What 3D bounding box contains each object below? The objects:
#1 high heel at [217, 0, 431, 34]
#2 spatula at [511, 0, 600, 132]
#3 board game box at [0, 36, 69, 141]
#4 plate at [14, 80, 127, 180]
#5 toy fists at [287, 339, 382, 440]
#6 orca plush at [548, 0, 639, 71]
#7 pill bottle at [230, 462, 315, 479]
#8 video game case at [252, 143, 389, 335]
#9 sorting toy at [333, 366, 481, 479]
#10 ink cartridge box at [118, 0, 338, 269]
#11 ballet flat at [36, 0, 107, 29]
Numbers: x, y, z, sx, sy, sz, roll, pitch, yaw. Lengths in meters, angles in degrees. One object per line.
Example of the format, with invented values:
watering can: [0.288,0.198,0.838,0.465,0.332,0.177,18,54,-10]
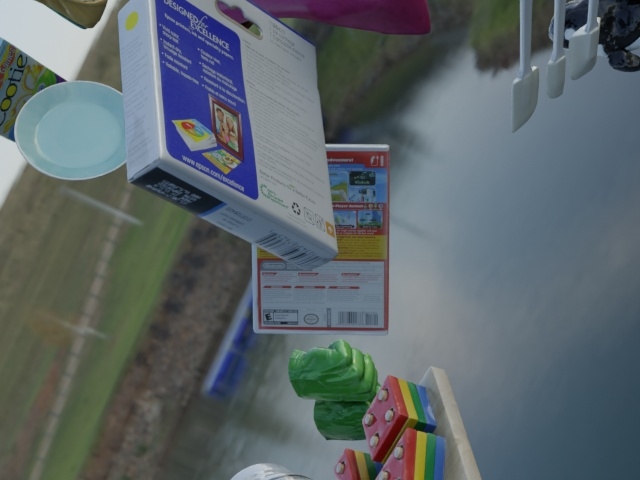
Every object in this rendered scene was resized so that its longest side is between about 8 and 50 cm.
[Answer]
high heel: [-0.035,-0.285,1.715,0.377,0.181,0.127,-19,16,44]
spatula: [0.284,-0.257,1.553,0.168,0.019,0.242,-34,-37,-21]
board game box: [-0.552,-0.260,2.176,0.142,0.144,0.275,-64,-15,-2]
plate: [-0.361,-0.160,1.949,0.024,0.188,0.188,99,-170,-56]
toy fists: [0.050,0.277,2.383,0.279,0.142,0.096,65,-148,-46]
orca plush: [0.468,-0.323,1.861,0.102,0.287,0.151,50,-125,-65]
pill bottle: [-0.039,0.527,2.264,0.210,0.210,0.363,-65,26,-1]
video game case: [0.000,0.000,1.929,0.025,0.204,0.285,-68,-22,-76]
sorting toy: [0.103,0.341,1.816,0.255,0.089,0.257,-103,36,-56]
ink cartridge box: [-0.105,-0.153,1.505,0.072,0.303,0.307,-28,54,30]
ballet flat: [-0.423,-0.396,1.963,0.073,0.232,0.080,-46,43,27]
